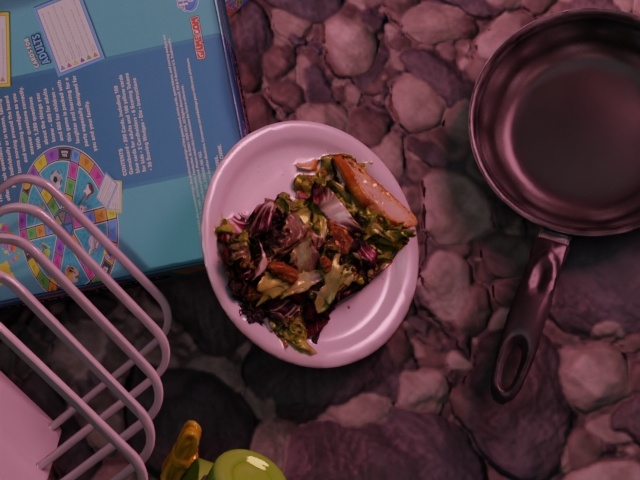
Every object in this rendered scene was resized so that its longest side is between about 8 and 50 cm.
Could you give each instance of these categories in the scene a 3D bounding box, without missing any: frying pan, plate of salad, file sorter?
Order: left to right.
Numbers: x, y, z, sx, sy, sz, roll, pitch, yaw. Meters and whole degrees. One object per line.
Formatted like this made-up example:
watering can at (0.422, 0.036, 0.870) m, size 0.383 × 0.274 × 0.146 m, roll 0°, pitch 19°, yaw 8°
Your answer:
file sorter at (-0.221, 0.097, 0.994) m, size 0.173 × 0.277 × 0.193 m, roll -39°, pitch 107°, yaw 12°
plate of salad at (0.000, 0.000, 1.112) m, size 0.200 × 0.048 × 0.199 m, roll 7°, pitch 76°, yaw -30°
frying pan at (0.223, -0.033, 1.138) m, size 0.197 × 0.053 × 0.326 m, roll -5°, pitch 74°, yaw 7°

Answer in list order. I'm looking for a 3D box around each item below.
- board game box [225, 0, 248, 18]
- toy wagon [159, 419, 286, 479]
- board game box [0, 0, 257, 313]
board game box at (-0.140, -0.249, 1.264) m, size 0.211 × 0.039 × 0.160 m, roll -42°, pitch 72°, yaw -6°
toy wagon at (-0.094, 0.266, 0.993) m, size 0.068 × 0.267 × 0.344 m, roll 22°, pitch 33°, yaw -11°
board game box at (-0.227, -0.077, 1.173) m, size 0.336 × 0.079 × 0.253 m, roll -11°, pitch 84°, yaw 4°
